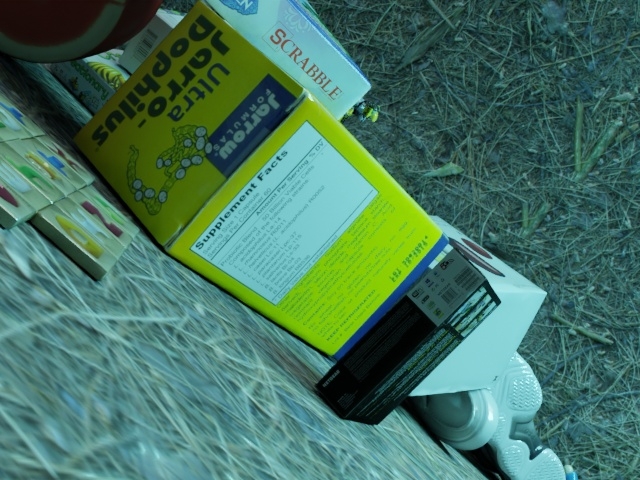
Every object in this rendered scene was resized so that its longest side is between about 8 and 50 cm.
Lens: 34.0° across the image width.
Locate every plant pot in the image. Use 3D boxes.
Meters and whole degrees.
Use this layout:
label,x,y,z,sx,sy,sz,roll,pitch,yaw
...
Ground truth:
label,x,y,z,sx,sy,sz,roll,pitch,yaw
plant pot,-0.319,-0.330,1.252,0.275,0.275,0.243,42,12,-19

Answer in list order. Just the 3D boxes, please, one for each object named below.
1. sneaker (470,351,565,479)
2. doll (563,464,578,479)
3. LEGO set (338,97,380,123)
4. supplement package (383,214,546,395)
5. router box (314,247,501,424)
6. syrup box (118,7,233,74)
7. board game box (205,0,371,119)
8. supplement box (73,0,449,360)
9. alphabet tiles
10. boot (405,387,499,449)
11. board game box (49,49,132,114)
label,x,y,z,sx,sy,sz,roll,pitch,yaw
sneaker,0.248,0.249,1.486,0.269,0.101,0.153,68,-14,-17
doll,0.353,0.383,1.511,0.189,0.046,0.129,-158,-121,-76
LEGO set,-0.018,-0.094,1.496,0.192,0.255,0.331,43,18,7
supplement package,0.129,0.072,1.315,0.194,0.149,0.203,4,27,-49
router box,0.087,0.095,0.983,0.046,0.179,0.133,46,2,20
syrup box,-0.175,-0.267,1.536,0.096,0.093,0.237,41,21,16
board game box,-0.105,-0.312,1.181,0.318,0.066,0.318,41,12,-34
supplement box,-0.048,-0.049,1.110,0.195,0.194,0.356,44,2,36
alphabet tiles,-0.245,-0.086,0.734,0.285,0.011,0.342,43,2,-8
boot,0.123,0.182,1.385,0.123,0.095,0.258,32,1,-29
board game box,-0.222,-0.199,1.527,0.193,0.053,0.305,43,22,20
